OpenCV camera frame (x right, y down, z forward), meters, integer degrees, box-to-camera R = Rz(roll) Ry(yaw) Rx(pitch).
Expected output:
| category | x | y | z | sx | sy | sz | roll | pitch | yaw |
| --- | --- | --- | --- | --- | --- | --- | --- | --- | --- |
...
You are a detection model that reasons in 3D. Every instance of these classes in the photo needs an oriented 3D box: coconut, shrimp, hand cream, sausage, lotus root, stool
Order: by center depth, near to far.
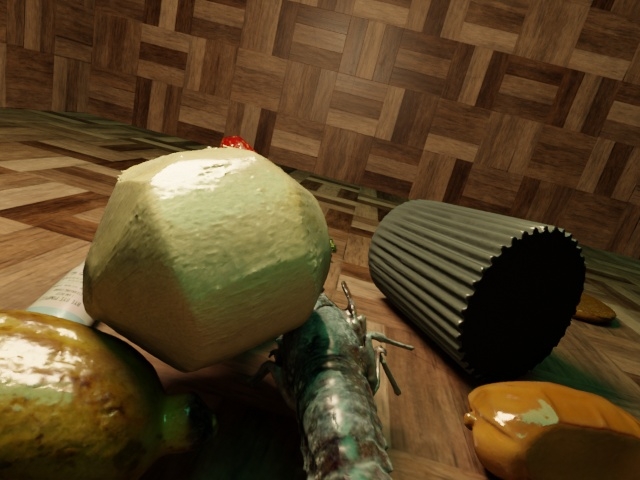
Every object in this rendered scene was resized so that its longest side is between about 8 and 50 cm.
| category | x | y | z | sx | sy | sz | roll | pitch | yaw |
| --- | --- | --- | --- | --- | --- | --- | --- | --- | --- |
| lotus root | -0.247 | 0.150 | 0.348 | 0.314 | 0.141 | 0.169 | 20 | 17 | -15 |
| coconut | -0.133 | 0.017 | 0.455 | 0.248 | 0.244 | 0.245 | -12 | 29 | -34 |
| shrimp | 0.014 | 0.169 | 0.490 | 0.222 | 0.165 | 0.410 | -14 | 14 | -2 |
| sausage | 0.302 | 0.249 | 0.518 | 0.241 | 0.120 | 0.136 | 11 | 2 | -11 |
| hand cream | -0.354 | 0.115 | 0.538 | 0.111 | 0.070 | 0.312 | 14 | 24 | -7 |
| stool | 0.281 | 0.068 | 0.817 | 0.297 | 0.297 | 0.330 | 6 | 15 | -28 |

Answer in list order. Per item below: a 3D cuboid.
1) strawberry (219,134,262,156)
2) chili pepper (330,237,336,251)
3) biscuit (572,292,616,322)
| category | x | y | z | sx | sy | sz | roll | pitch | yaw |
| --- | --- | --- | --- | --- | --- | --- | --- | --- | --- |
| strawberry | -0.209 | -0.168 | 1.231 | 0.261 | 0.257 | 0.261 | 18 | 5 | -2 |
| chili pepper | 0.036 | 0.014 | 1.235 | 0.027 | 0.022 | 0.083 | 12 | 21 | -12 |
| biscuit | 0.776 | 0.188 | 1.262 | 0.262 | 0.037 | 0.262 | 14 | 16 | -4 |
